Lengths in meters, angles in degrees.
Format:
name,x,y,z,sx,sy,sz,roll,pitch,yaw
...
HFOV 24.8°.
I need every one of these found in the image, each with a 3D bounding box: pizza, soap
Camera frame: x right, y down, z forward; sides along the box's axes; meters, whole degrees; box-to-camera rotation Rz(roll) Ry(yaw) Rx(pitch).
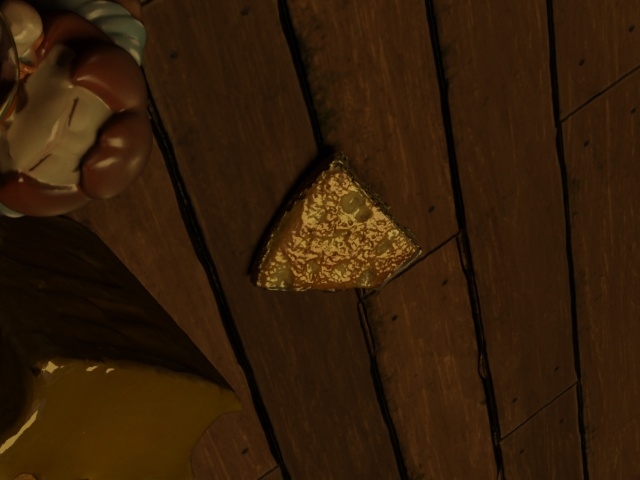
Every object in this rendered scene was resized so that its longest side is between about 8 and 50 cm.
name,x,y,z,sx,sy,sz,roll,pitch,yaw
pizza,0.009,0.000,1.884,0.204,0.080,0.188,-44,121,13
soap,-0.279,0.101,1.480,0.293,0.335,0.156,17,110,-48

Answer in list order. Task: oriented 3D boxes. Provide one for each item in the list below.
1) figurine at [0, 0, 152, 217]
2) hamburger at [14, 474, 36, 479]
name,x,y,z,sx,sy,sz,roll,pitch,yaw
figurine,-0.299,-0.130,1.279,0.276,0.248,0.388,-52,153,11
hamburger,-0.341,0.211,1.706,0.231,0.107,0.231,-32,145,-25
